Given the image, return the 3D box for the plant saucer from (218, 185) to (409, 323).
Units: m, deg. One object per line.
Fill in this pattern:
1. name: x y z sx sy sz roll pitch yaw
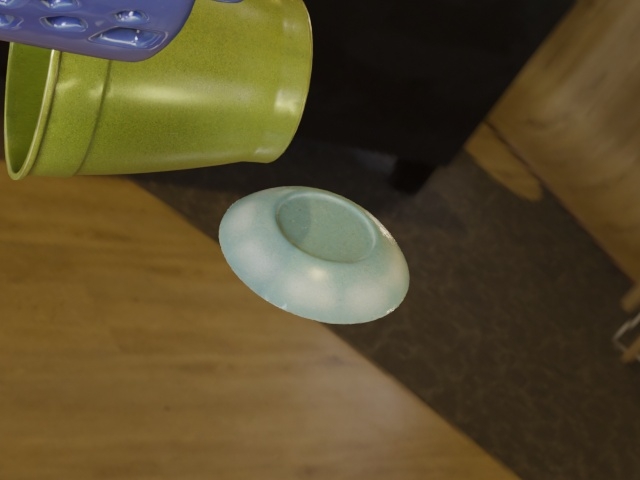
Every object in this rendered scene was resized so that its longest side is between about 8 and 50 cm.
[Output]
1. plant saucer: 0.000 0.000 1.226 0.194 0.037 0.195 13 39 -10

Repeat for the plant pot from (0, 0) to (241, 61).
1. plant pot: -0.147 -0.233 0.664 0.235 0.236 0.212 9 -2 -29

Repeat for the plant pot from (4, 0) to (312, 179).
1. plant pot: -0.212 -0.242 1.687 0.352 0.367 0.366 6 36 -23
